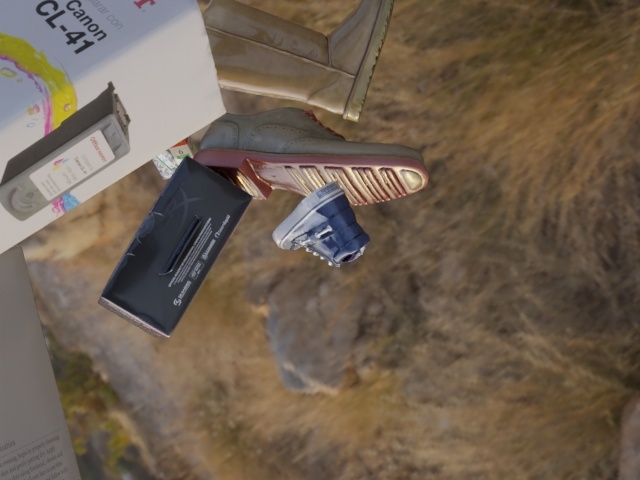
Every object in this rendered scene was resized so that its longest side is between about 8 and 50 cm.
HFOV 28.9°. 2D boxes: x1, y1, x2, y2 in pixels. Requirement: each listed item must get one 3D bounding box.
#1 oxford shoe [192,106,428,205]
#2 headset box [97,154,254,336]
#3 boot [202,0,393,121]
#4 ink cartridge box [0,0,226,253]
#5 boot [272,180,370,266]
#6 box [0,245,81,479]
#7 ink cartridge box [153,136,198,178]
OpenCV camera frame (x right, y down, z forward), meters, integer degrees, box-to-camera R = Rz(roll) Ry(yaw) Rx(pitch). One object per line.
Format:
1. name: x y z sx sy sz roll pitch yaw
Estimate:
1. oxford shoe: -0.014 -0.131 1.705 0.348 0.130 0.123 5 154 20
2. headset box: -0.203 0.016 1.689 0.110 0.218 0.293 31 170 -7
3. boot: -0.040 -0.317 1.850 0.269 0.236 0.089 18 -178 1
4. ink cartridge box: -0.265 -0.122 0.957 0.226 0.306 0.131 44 161 30
5. boot: 0.000 0.000 1.480 0.086 0.069 0.190 58 162 6
6. box: -0.365 0.200 1.153 0.215 0.168 0.345 -15 90 16
7. ink cartridge box: -0.224 -0.142 1.836 0.062 0.029 0.115 -11 139 12
